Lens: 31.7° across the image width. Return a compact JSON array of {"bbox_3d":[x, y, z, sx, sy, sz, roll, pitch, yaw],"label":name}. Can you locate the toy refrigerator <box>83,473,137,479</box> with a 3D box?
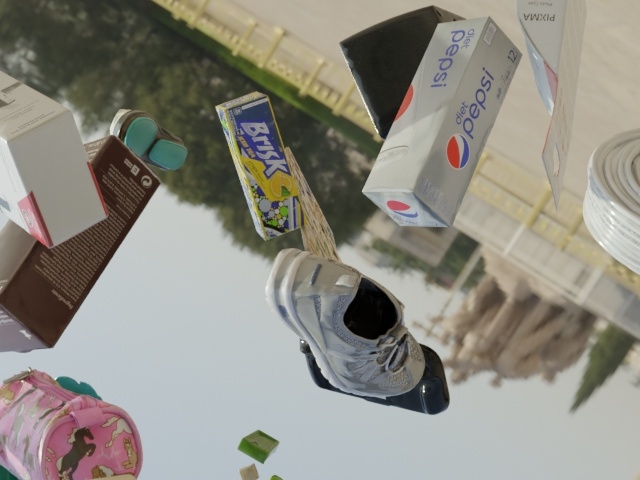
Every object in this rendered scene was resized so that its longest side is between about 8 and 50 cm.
[{"bbox_3d":[-0.277,0.302,1.062,0.269,0.102,0.094,3,-160,-44],"label":"toy refrigerator"}]

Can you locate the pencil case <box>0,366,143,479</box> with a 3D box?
[{"bbox_3d":[-0.396,0.297,1.691,0.167,0.160,0.386,50,159,-22],"label":"pencil case"}]

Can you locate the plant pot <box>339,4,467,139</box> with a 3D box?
[{"bbox_3d":[0.175,-0.277,1.845,0.188,0.167,0.187,5,-121,-55],"label":"plant pot"}]

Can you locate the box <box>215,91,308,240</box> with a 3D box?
[{"bbox_3d":[-0.071,-0.091,1.365,0.054,0.059,0.169,-144,35,-69],"label":"box"}]

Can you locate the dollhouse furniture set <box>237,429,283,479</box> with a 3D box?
[{"bbox_3d":[-0.099,0.310,1.380,0.076,0.152,0.058,29,-169,12],"label":"dollhouse furniture set"}]

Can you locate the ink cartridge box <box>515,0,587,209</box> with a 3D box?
[{"bbox_3d":[0.373,-0.277,1.880,0.091,0.385,0.308,7,168,18],"label":"ink cartridge box"}]

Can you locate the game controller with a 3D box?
[{"bbox_3d":[0.100,0.248,2.181,0.319,0.067,0.166,10,137,34],"label":"game controller"}]

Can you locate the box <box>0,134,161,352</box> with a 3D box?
[{"bbox_3d":[-0.462,0.005,1.965,0.191,0.381,0.143,-9,135,44],"label":"box"}]

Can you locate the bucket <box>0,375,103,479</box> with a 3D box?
[{"bbox_3d":[-0.548,0.443,2.357,0.281,0.281,0.183,35,154,31],"label":"bucket"}]

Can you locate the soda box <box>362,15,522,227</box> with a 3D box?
[{"bbox_3d":[0.167,-0.160,1.522,0.098,0.286,0.091,3,152,48],"label":"soda box"}]

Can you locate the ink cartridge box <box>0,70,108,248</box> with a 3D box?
[{"bbox_3d":[-0.470,-0.135,1.764,0.273,0.114,0.197,29,142,45],"label":"ink cartridge box"}]

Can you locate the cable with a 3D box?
[{"bbox_3d":[0.442,-0.041,1.345,0.257,0.089,0.257,28,-136,22],"label":"cable"}]

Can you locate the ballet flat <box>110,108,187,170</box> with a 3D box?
[{"bbox_3d":[-0.353,-0.199,2.190,0.096,0.095,0.280,33,177,17],"label":"ballet flat"}]

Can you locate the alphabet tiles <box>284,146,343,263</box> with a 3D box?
[{"bbox_3d":[0.000,0.000,1.984,0.285,0.011,0.342,-102,-13,-50],"label":"alphabet tiles"}]

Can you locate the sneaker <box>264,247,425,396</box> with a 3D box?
[{"bbox_3d":[0.052,0.107,1.240,0.115,0.105,0.281,8,159,37],"label":"sneaker"}]
